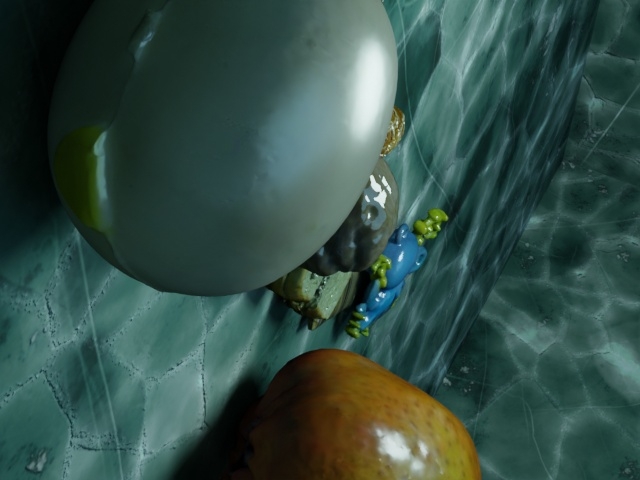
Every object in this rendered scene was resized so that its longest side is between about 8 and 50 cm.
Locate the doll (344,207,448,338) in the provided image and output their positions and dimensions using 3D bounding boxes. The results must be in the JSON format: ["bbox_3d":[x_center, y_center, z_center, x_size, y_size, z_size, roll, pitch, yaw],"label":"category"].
[{"bbox_3d":[0.141,0.073,2.279,0.346,0.099,0.341,-44,164,-40],"label":"doll"}]

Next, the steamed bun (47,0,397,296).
[{"bbox_3d":[-0.091,-0.128,1.006,0.374,0.334,0.334,-65,162,-6],"label":"steamed bun"}]

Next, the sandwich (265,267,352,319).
[{"bbox_3d":[0.001,0.001,1.765,0.249,0.095,0.273,-61,162,-9],"label":"sandwich"}]

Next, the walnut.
[{"bbox_3d":[0.010,-0.059,1.527,0.224,0.224,0.224,-54,158,-34],"label":"walnut"}]

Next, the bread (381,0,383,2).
[{"bbox_3d":[0.004,-0.293,1.381,0.230,0.123,0.230,-52,158,-32],"label":"bread"}]

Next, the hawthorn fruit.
[{"bbox_3d":[0.046,0.435,1.792,0.472,0.471,0.472,-54,158,-34],"label":"hawthorn fruit"}]

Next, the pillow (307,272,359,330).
[{"bbox_3d":[0.029,0.100,2.047,0.203,0.038,0.113,-24,131,-65],"label":"pillow"}]

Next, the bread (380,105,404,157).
[{"bbox_3d":[0.101,-0.191,1.850,0.233,0.076,0.105,-42,151,-56],"label":"bread"}]
